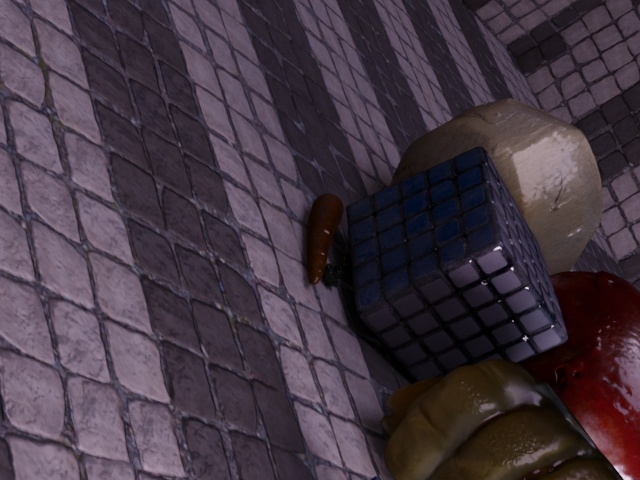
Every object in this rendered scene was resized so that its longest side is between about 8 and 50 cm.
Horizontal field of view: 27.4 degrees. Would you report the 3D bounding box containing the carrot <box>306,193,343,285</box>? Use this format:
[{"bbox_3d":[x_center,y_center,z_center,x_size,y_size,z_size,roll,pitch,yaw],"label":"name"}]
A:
[{"bbox_3d":[0.000,0.000,1.837,0.048,0.048,0.216,50,27,-23],"label":"carrot"}]

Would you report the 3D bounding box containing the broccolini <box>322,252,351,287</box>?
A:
[{"bbox_3d":[0.024,0.036,1.877,0.035,0.030,0.140,22,15,4],"label":"broccolini"}]

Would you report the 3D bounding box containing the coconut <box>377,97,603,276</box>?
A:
[{"bbox_3d":[0.312,-0.067,2.248,0.360,0.346,0.346,-22,78,-35],"label":"coconut"}]

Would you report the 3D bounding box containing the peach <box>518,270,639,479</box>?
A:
[{"bbox_3d":[0.400,0.260,1.996,0.353,0.339,0.416,13,47,-41],"label":"peach"}]

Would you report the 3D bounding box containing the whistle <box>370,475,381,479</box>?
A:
[{"bbox_3d":[0.063,0.384,1.383,0.062,0.062,0.304,44,24,-35],"label":"whistle"}]

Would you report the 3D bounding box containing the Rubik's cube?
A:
[{"bbox_3d":[0.193,0.050,1.913,0.238,0.237,0.237,52,22,-36],"label":"Rubik's cube"}]

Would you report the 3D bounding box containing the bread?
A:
[{"bbox_3d":[0.260,0.308,1.671,0.300,0.210,0.341,24,24,-47],"label":"bread"}]
